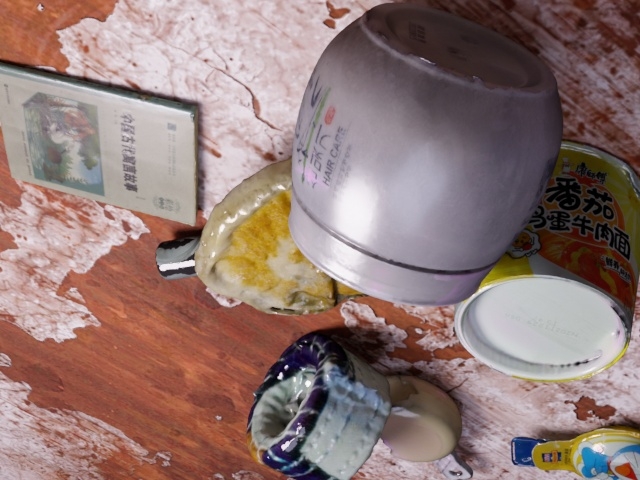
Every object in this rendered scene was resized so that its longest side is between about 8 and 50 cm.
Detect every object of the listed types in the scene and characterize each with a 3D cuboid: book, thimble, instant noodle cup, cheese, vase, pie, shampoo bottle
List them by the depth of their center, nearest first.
[{"bbox_3d":[0.104,-0.090,1.043,0.273,0.273,0.266,18,117,-3],"label":"shampoo bottle"},{"bbox_3d":[0.273,0.036,1.208,0.264,0.200,0.264,10,139,8],"label":"instant noodle cup"},{"bbox_3d":[0.000,0.001,1.312,0.339,0.077,0.339,-2,145,-2],"label":"pie"},{"bbox_3d":[-0.301,-0.131,1.336,0.282,0.025,0.215,13,138,6],"label":"book"},{"bbox_3d":[-0.131,0.016,1.415,0.211,0.060,0.060,-8,134,16],"label":"vase"},{"bbox_3d":[-0.001,0.264,1.530,0.150,0.237,0.237,32,137,-23],"label":"thimble"},{"bbox_3d":[0.448,0.354,1.603,0.270,0.069,0.177,2,137,16],"label":"cheese"},{"bbox_3d":[0.175,0.332,1.657,0.163,0.082,0.286,-12,133,29],"label":"cheese"}]
